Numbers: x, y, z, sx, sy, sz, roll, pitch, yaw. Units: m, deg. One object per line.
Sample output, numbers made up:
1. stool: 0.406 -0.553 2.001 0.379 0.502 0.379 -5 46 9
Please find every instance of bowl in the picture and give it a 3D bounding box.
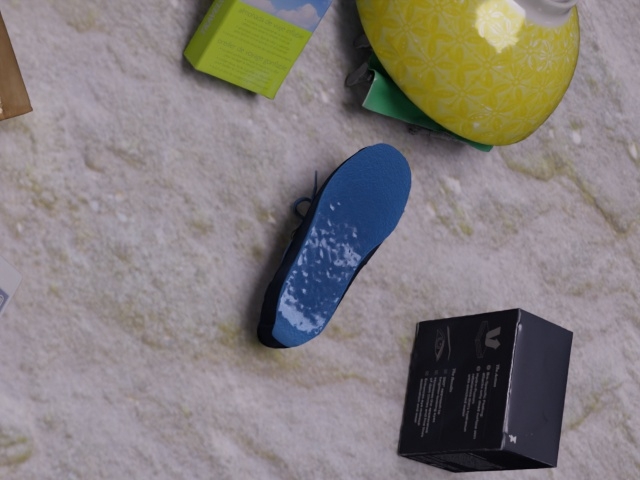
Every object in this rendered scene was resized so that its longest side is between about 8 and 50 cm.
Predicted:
1. bowl: 0.194 -0.267 2.047 0.289 0.156 0.289 23 50 -30

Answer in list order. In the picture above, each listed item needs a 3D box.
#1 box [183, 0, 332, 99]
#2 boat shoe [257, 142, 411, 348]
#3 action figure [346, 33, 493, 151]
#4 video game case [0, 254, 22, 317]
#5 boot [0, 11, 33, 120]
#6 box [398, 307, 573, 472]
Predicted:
1. box: -0.050 -0.240 1.885 0.109 0.042 0.178 19 112 -38
2. boat shoe: 0.000 0.000 1.931 0.109 0.089 0.258 45 60 -11
3. action figure: 0.134 -0.161 2.090 0.232 0.063 0.137 26 64 -31
4. video game case: -0.367 0.056 1.616 0.183 0.023 0.201 47 53 -33
5. boot: -0.315 -0.242 1.697 0.236 0.089 0.269 -18 94 -31
6. box: 0.179 0.166 2.006 0.093 0.158 0.156 23 68 -37
